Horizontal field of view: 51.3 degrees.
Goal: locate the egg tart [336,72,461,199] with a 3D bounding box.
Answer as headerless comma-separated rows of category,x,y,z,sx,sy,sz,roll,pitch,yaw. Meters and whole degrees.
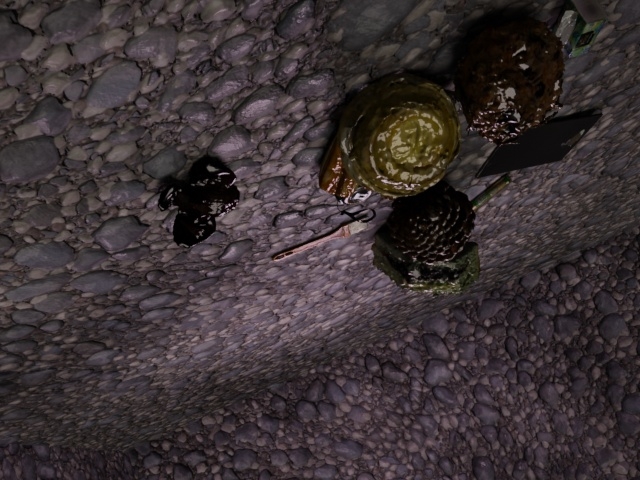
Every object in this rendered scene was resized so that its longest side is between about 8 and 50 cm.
egg tart,0.173,-0.209,1.396,0.279,0.095,0.278,-4,116,-9

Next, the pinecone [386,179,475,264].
pinecone,0.332,-0.053,1.919,0.246,0.246,0.292,-35,167,27

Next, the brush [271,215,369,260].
brush,0.000,0.000,1.995,0.315,0.017,0.090,-22,156,-3

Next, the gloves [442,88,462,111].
gloves,0.241,-0.292,1.473,0.153,0.070,0.114,-16,155,-2

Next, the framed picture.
framed picture,0.644,-0.280,1.981,0.324,0.013,0.244,-13,157,-19

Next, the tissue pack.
tissue pack,0.529,-0.448,1.389,0.079,0.085,0.111,-19,159,-8

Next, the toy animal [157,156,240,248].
toy animal,-0.253,-0.093,1.445,0.179,0.116,0.218,-40,154,-63

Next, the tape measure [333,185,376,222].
tape measure,0.110,-0.093,1.689,0.107,0.179,0.104,-12,140,-25

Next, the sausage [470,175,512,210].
sausage,0.534,-0.136,2.199,0.033,0.032,0.269,-3,151,-42

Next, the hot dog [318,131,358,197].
hot dog,0.058,-0.183,1.541,0.102,0.076,0.249,19,146,-1

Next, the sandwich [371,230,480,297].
sandwich,0.341,0.055,2.079,0.263,0.325,0.131,-12,117,-22

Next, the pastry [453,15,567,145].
pastry,0.385,-0.334,1.387,0.275,0.193,0.274,-17,117,-38
